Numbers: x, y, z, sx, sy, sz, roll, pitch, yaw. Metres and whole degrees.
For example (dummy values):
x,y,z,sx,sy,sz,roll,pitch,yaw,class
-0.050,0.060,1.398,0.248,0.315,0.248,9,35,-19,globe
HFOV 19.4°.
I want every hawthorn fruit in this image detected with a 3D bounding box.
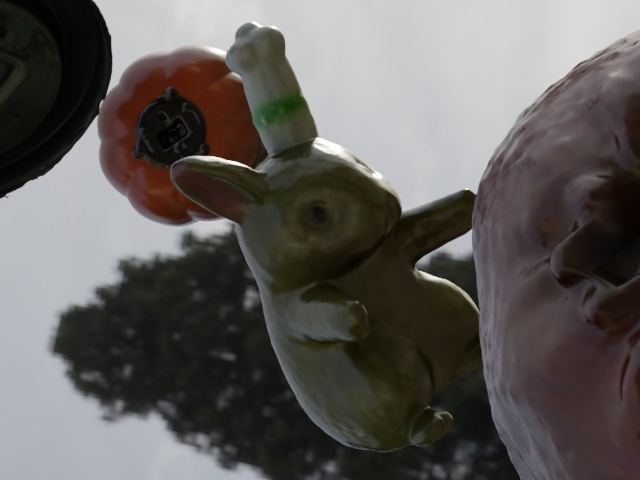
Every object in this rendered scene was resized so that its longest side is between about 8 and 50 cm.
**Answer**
x,y,z,sx,sy,sz,roll,pitch,yaw,class
0.162,0.027,0.559,0.253,0.205,0.205,20,-99,-50,hawthorn fruit

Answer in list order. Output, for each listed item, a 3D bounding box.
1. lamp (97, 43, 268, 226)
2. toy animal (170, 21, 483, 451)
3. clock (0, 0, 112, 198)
x,y,z,sx,sy,sz,roll,pitch,yaw,class
-0.134,-0.106,1.920,0.164,0.188,0.187,13,-94,-79,lamp
0.017,0.006,1.542,0.181,0.180,0.363,-47,-55,-41,toy animal
-0.251,-0.113,1.239,0.226,0.049,0.226,-15,-42,-14,clock
